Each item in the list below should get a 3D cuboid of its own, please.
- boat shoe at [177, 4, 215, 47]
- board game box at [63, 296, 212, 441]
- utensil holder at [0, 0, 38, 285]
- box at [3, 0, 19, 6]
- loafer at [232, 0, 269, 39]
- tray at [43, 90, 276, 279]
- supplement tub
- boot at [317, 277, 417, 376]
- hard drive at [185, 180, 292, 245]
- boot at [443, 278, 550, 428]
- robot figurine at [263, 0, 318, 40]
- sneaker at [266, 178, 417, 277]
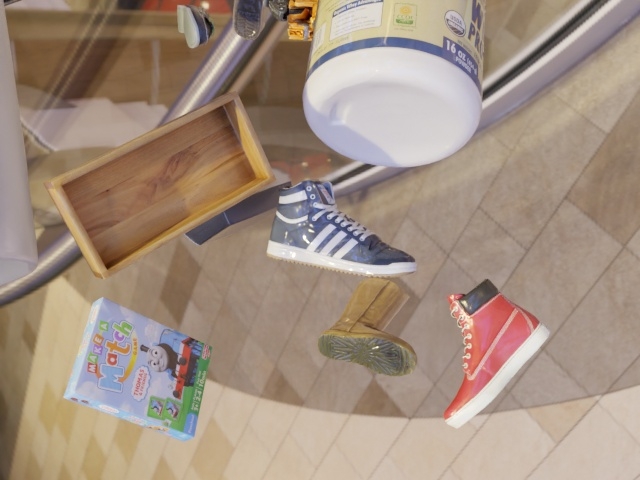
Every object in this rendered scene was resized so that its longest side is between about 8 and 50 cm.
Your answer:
[{"bbox_3d":[-0.272,-0.484,1.682,0.228,0.069,0.081,-124,34,-57],"label":"boat shoe"},{"bbox_3d":[-0.277,0.204,1.177,0.039,0.211,0.160,-28,43,41],"label":"board game box"},{"bbox_3d":[-0.453,-0.138,0.704,0.328,0.328,0.385,-19,79,48],"label":"utensil holder"},{"bbox_3d":[-0.729,-0.593,1.211,0.480,0.297,0.471,-6,117,16],"label":"box"},{"bbox_3d":[-0.159,-0.631,1.843,0.102,0.092,0.268,20,126,2],"label":"loafer"},{"bbox_3d":[-0.303,-0.116,1.482,0.076,0.411,0.203,4,123,57],"label":"tray"},{"bbox_3d":[0.105,-0.283,1.005,0.228,0.228,0.316,-23,52,48],"label":"supplement tub"},{"bbox_3d":[0.144,0.182,1.704,0.236,0.269,0.089,13,120,22],"label":"boot"},{"bbox_3d":[-0.185,-0.063,1.786,0.172,0.255,0.054,-29,89,39],"label":"hard drive"},{"bbox_3d":[0.261,0.195,1.335,0.176,0.088,0.244,40,89,10],"label":"boot"},{"bbox_3d":[0.000,-0.470,1.465,0.291,0.211,0.085,-87,2,-49],"label":"robot figurine"},{"bbox_3d":[0.040,-0.025,1.328,0.282,0.099,0.153,9,95,22],"label":"sneaker"}]
